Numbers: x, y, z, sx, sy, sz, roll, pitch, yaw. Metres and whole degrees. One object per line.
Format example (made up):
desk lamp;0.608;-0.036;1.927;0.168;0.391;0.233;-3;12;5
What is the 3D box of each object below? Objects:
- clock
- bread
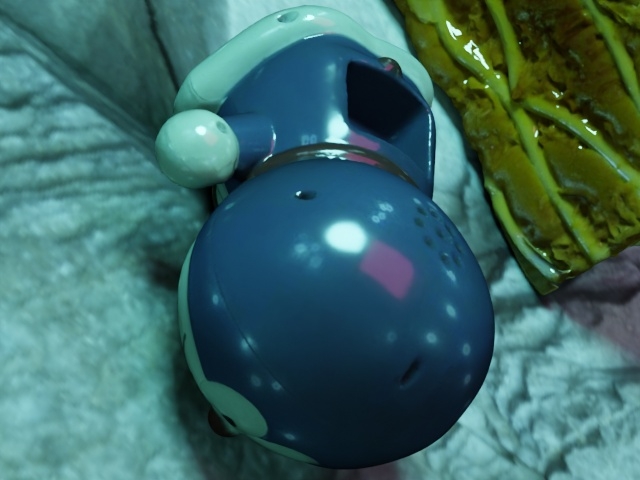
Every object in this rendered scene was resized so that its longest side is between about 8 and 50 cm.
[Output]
clock;0.000;0.000;0.962;0.199;0.146;0.243;35;32;-35
bread;0.159;-0.129;1.221;0.114;0.185;0.274;-12;73;-58
